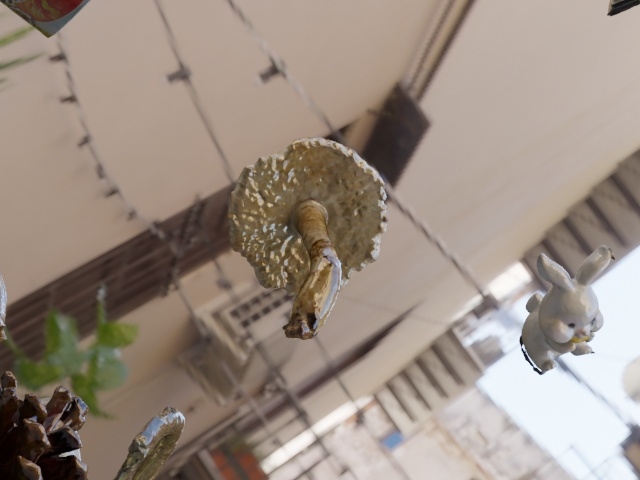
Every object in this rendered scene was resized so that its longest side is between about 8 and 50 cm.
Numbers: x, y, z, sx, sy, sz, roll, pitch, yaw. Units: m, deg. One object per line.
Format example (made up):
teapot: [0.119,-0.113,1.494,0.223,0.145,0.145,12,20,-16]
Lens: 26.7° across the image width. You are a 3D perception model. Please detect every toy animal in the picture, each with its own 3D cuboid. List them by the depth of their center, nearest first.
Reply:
toy animal: [0.238,0.070,1.303,0.124,0.071,0.085,107,-25,-60]

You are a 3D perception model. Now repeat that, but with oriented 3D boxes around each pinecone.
pinecone: [-0.280,0.206,1.128,0.186,0.212,0.168,26,-16,43]

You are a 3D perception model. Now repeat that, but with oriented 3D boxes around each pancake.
pancake: [-0.251,0.309,1.524,0.033,0.288,0.286,39,-54,6]

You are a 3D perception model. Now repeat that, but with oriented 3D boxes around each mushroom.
mushroom: [0.014,0.009,1.882,0.208,0.233,0.301,39,10,-50]

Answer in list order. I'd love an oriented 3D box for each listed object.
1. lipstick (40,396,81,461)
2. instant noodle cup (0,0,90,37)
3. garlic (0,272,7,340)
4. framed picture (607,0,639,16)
lipstick: [-0.342,0.334,1.761,0.070,0.070,0.254,-6,-89,57]
instant noodle cup: [-0.361,-0.406,1.770,0.200,0.264,0.264,44,-27,-19]
garlic: [-0.397,0.047,1.552,0.084,0.066,0.152,-7,-77,61]
framed picture: [0.410,-0.347,1.470,0.197,0.252,0.014,-19,-59,29]
